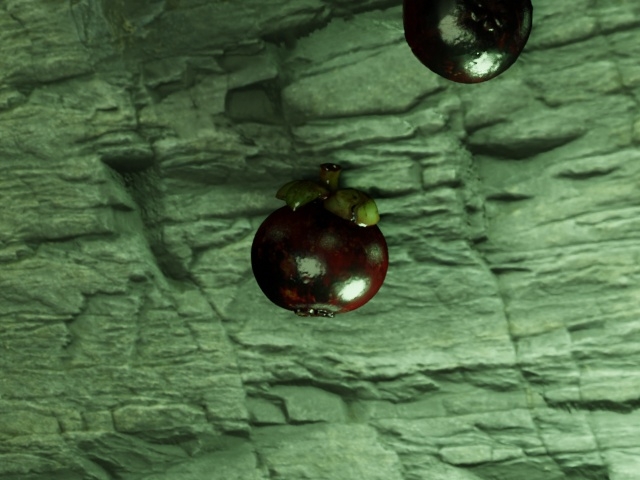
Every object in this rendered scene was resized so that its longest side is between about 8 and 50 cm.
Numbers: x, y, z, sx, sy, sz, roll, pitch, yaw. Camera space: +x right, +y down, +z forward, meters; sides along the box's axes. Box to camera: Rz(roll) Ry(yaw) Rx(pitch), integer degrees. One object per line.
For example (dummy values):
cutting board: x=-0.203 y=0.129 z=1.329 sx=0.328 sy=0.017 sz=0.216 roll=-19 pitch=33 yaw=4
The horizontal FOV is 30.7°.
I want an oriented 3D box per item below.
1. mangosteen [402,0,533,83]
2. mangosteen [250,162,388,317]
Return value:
mangosteen: x=0.161 y=-0.248 z=1.306 sx=0.152 sy=0.152 sz=0.153 roll=10 pitch=117 yaw=21
mangosteen: x=0.000 y=0.000 z=1.487 sx=0.199 sy=0.200 sz=0.200 roll=10 pitch=117 yaw=21
